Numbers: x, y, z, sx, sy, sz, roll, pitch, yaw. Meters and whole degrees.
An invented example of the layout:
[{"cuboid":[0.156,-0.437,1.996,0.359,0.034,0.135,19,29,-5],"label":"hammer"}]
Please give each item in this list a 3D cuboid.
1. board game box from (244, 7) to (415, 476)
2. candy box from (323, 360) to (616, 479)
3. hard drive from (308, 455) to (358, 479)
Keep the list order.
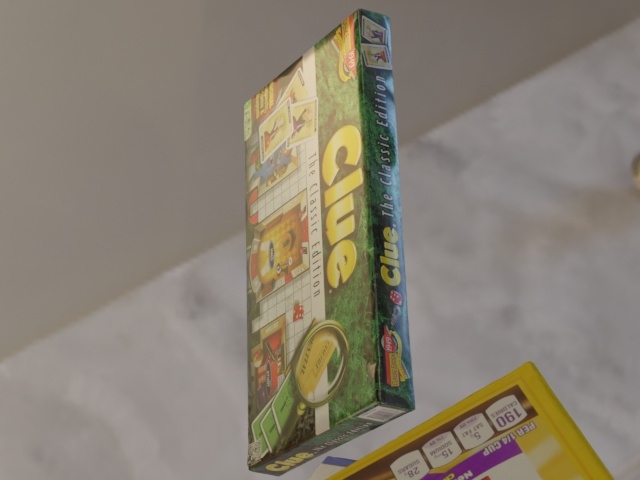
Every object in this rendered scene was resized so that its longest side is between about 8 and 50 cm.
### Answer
[{"cuboid":[0.000,0.000,0.939,0.030,0.136,0.259,17,-123,-33],"label":"board game box"},{"cuboid":[0.000,0.123,0.471,0.206,0.027,0.105,-31,-142,0],"label":"candy box"},{"cuboid":[0.155,0.233,1.015,0.319,0.210,0.040,-1,-135,51],"label":"hard drive"}]
